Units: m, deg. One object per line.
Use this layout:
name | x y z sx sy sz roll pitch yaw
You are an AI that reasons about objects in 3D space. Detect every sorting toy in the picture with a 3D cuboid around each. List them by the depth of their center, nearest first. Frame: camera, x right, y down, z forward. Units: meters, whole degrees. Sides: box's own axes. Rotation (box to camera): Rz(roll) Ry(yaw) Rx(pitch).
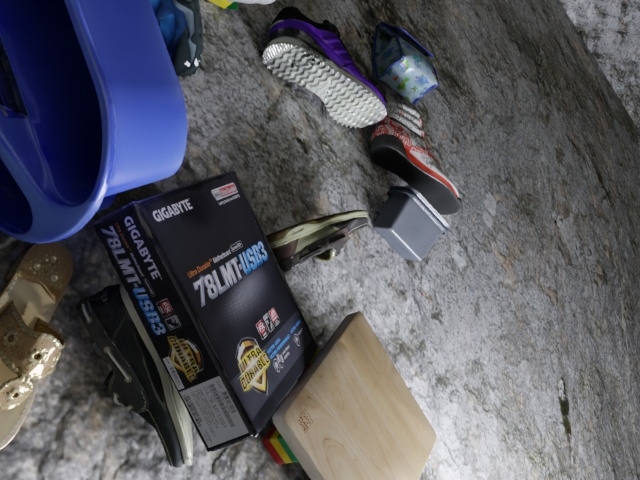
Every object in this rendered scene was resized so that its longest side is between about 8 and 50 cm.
sorting toy | 0.039 0.284 1.085 0.257 0.089 0.255 59 38 -13

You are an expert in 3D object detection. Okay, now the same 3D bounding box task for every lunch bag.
lunch bag | 0.181 -0.397 1.597 0.129 0.096 0.151 29 38 -38

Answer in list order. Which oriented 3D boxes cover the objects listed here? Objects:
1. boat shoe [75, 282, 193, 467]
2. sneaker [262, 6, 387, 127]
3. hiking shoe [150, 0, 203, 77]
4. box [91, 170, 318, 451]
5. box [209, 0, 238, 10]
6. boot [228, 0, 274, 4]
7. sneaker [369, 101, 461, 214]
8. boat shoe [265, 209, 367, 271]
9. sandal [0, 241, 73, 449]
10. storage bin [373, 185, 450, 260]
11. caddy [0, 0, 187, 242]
boat shoe | -0.211 0.163 0.860 0.084 0.079 0.233 -143 -148 -82
sneaker | 0.023 -0.329 1.352 0.293 0.102 0.146 31 50 -39
hiking shoe | -0.258 -0.378 1.049 0.132 0.113 0.303 -18 101 -15
box | -0.125 0.069 0.934 0.293 0.073 0.295 66 18 -4
box | -0.197 -0.452 1.190 0.179 0.043 0.105 13 63 -50
boot | -0.142 -0.508 1.189 0.123 0.095 0.258 -16 94 -59
sneaker | 0.209 -0.174 1.519 0.270 0.090 0.144 35 50 -33
boat shoe | 0.000 0.000 1.191 0.224 0.080 0.073 -17 92 -48
sandal | -0.303 0.094 0.760 0.088 0.079 0.239 36 48 -36
storage bin | 0.164 -0.028 1.403 0.135 0.098 0.091 44 71 -29
caddy | -0.297 -0.168 0.766 0.179 0.241 0.341 -17 86 -60
